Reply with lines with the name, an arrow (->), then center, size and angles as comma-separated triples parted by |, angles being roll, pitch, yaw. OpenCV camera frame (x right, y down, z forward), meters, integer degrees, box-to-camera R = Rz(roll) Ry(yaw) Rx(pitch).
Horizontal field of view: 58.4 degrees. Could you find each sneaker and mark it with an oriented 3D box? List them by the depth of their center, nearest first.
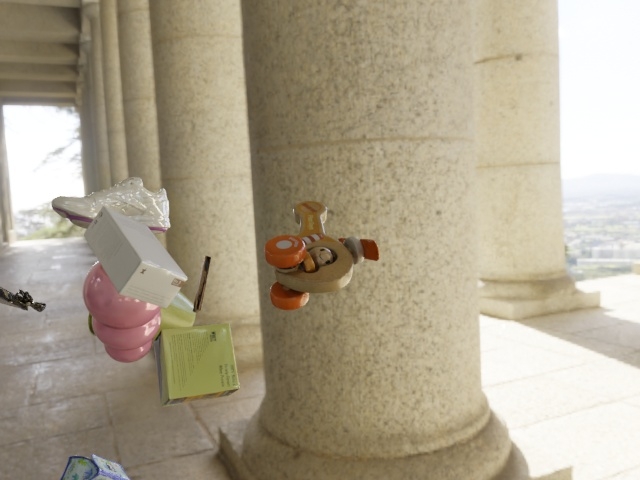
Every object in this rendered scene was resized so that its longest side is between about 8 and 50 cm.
sneaker -> -0.553, -0.101, 1.527 | 0.305, 0.152, 0.114 | 7, -11, -35

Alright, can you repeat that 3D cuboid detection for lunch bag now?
lunch bag -> -0.623, 0.659, 1.601 | 0.151, 0.096, 0.129 | -8, -37, 30

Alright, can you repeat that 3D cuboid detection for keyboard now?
keyboard -> -0.736, 0.123, 1.322 | 0.201, 0.033, 0.317 | 17, -17, -7

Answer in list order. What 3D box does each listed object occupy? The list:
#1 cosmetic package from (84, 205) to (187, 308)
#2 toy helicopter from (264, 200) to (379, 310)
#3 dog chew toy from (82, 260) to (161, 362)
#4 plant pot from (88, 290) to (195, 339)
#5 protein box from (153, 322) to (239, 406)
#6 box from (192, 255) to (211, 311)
cosmetic package -> -0.376, 0.032, 1.153 | 0.117, 0.085, 0.231 | 30, 9, -46
toy helicopter -> 0.000, 0.000, 1.285 | 0.235, 0.140, 0.355 | -5, 31, -1
dog chew toy -> -0.519, 0.196, 1.530 | 0.207, 0.332, 0.206 | 7, 35, -5
plant pot -> -0.586, 0.230, 1.956 | 0.293, 0.275, 0.275 | 27, -15, -37
protein box -> -0.365, 0.363, 1.675 | 0.201, 0.200, 0.136 | -2, -22, -27
box -> -0.367, 0.138, 1.767 | 0.021, 0.164, 0.201 | 11, -12, -12
